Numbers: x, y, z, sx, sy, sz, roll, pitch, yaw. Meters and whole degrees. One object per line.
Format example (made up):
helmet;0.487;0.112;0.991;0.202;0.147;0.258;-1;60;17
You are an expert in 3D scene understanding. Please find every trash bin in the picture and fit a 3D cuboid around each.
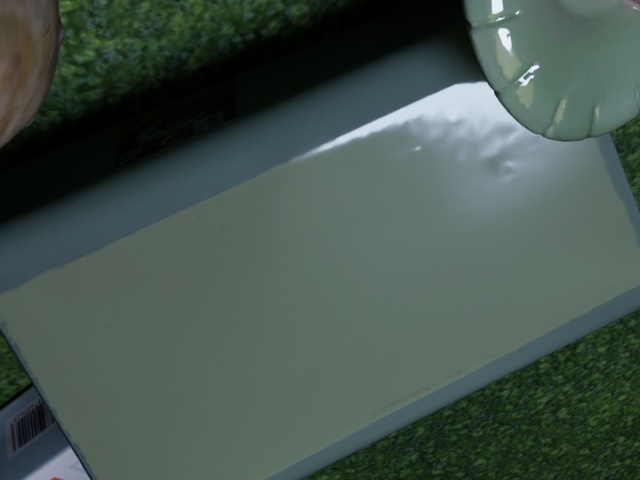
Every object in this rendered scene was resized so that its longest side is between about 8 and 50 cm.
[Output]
trash bin;0.000;0.000;0.755;0.343;0.158;0.223;-26;111;2

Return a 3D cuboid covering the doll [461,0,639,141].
doll;0.196;-0.180;0.573;0.284;0.216;0.268;-12;112;-15

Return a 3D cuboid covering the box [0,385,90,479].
box;-0.111;0.118;0.963;0.269;0.079;0.135;-36;139;22

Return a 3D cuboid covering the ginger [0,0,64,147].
ginger;-0.170;-0.157;0.521;0.244;0.155;0.304;-3;139;-48
